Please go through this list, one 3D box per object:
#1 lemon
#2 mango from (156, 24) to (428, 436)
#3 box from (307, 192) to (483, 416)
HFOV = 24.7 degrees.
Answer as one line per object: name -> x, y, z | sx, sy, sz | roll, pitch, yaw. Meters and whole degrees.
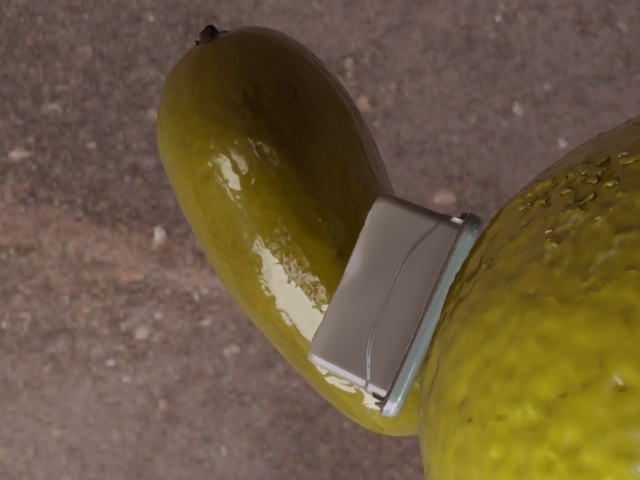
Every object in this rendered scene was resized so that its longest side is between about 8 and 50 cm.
lemon -> 0.177, 0.072, 0.555 | 0.293, 0.293, 0.293 | -7, 138, -7
mango -> -0.003, -0.001, 1.038 | 0.142, 0.195, 0.331 | -30, 92, 16
box -> 0.041, 0.032, 0.828 | 0.062, 0.089, 0.122 | 24, 92, 6
